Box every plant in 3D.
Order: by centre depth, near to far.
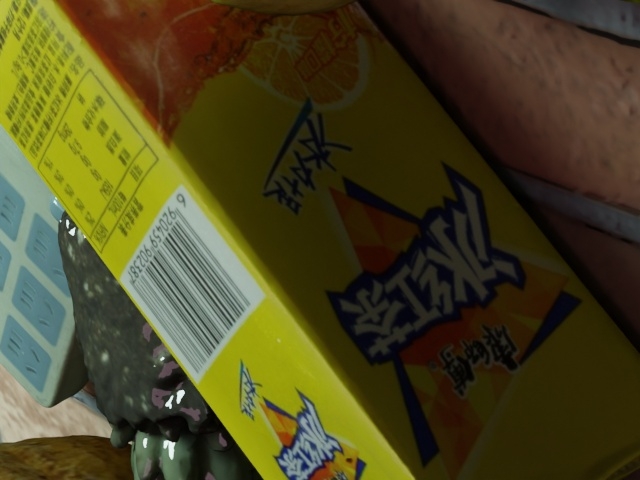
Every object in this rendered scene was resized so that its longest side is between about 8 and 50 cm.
[{"bbox_3d":[-0.059,0.055,1.074,0.129,0.132,0.194,-5,105,56],"label":"plant"}]

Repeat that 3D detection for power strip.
[{"bbox_3d":[-0.173,-0.004,1.245,0.118,0.046,0.270,47,142,19],"label":"power strip"}]

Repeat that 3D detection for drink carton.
[{"bbox_3d":[0.000,0.000,0.937,0.351,0.155,0.111,52,145,12],"label":"drink carton"}]

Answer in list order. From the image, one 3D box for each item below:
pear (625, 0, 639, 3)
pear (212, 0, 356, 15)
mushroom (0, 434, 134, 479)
[{"bbox_3d":[0.068,-0.199,0.672,0.164,0.256,0.238,-170,79,-80],"label":"pear"},{"bbox_3d":[-0.023,-0.185,0.834,0.178,0.178,0.178,30,135,35],"label":"pear"},{"bbox_3d":[-0.136,0.254,1.251,0.263,0.195,0.283,-43,63,62],"label":"mushroom"}]
